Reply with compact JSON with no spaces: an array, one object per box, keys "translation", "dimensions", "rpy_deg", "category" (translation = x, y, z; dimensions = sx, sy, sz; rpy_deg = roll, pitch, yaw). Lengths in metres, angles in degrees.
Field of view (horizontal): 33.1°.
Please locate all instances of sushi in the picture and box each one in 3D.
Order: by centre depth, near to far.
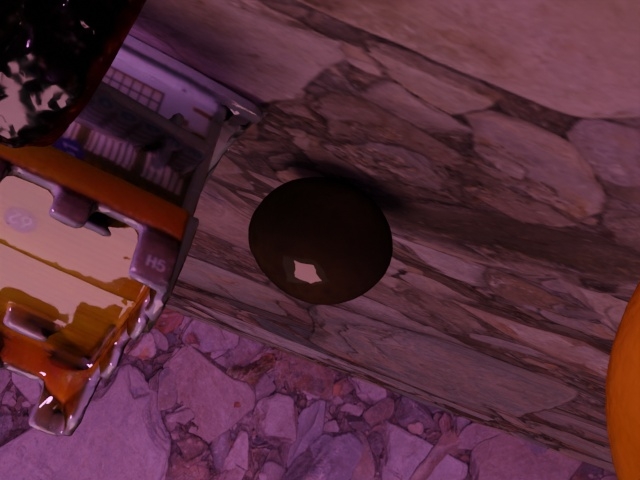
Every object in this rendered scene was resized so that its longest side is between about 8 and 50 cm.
[{"translation":[-0.152,-0.114,0.441],"dimensions":[0.126,0.136,0.225],"rpy_deg":[31,174,-25],"category":"sushi"}]

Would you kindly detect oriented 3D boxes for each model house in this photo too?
[{"translation":[-0.175,-0.034,0.658],"dimensions":[0.224,0.215,0.198],"rpy_deg":[25,137,-15],"category":"model house"}]

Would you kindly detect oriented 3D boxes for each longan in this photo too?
[{"translation":[0.000,0.000,0.788],"dimensions":[0.113,0.092,0.113],"rpy_deg":[9,-177,0],"category":"longan"}]

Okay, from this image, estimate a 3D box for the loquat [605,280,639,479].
[{"translation":[0.212,0.063,0.403],"dimensions":[0.208,0.208,0.208],"rpy_deg":[22,169,4],"category":"loquat"}]
